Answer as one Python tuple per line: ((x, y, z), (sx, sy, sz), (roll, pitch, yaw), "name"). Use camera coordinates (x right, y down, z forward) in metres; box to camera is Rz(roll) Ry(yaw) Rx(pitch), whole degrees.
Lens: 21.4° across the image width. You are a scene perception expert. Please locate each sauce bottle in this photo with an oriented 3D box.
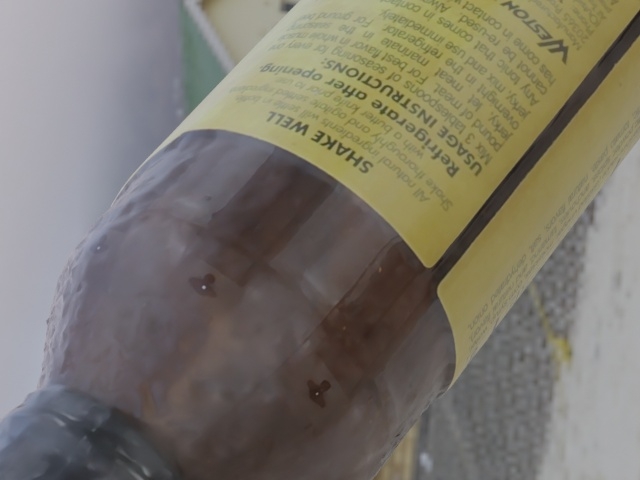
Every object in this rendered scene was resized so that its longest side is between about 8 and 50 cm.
((0.000, 0.000, 0.488), (0.344, 0.111, 0.111), (-47, -24, -31), "sauce bottle")
